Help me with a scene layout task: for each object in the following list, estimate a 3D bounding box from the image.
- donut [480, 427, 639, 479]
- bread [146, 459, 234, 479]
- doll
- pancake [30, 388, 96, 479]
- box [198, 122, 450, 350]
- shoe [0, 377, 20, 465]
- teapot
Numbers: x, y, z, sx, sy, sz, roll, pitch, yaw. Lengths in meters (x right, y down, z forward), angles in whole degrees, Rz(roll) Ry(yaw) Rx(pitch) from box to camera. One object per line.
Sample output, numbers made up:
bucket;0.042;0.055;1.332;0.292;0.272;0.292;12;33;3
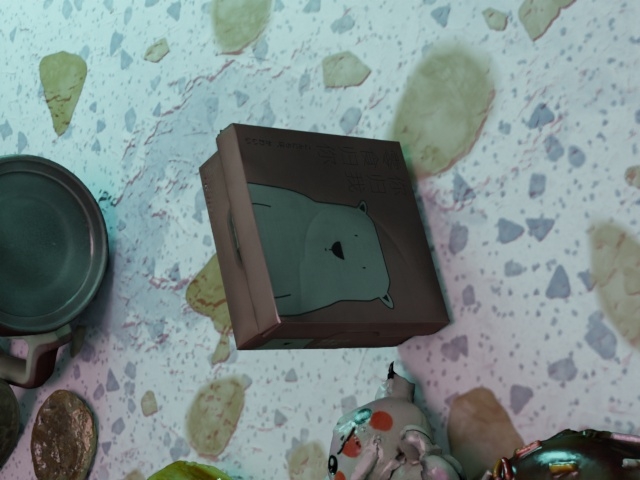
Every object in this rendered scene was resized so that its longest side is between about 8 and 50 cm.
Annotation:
donut;0.219;0.286;0.984;0.269;0.103;0.270;-8;78;44
bread;-0.160;0.399;1.304;0.167;0.132;0.294;26;99;43
doll;0.075;0.221;1.134;0.149;0.095;0.192;-61;35;11
pancake;-0.346;0.269;1.583;0.139;0.022;0.139;-9;77;43
box;0.000;0.000;1.172;0.086;0.215;0.215;-37;60;45
shoe;-0.539;0.281;1.703;0.316;0.124;0.159;-59;46;21
teapot;-0.450;0.056;1.616;0.312;0.233;0.315;-9;104;49
